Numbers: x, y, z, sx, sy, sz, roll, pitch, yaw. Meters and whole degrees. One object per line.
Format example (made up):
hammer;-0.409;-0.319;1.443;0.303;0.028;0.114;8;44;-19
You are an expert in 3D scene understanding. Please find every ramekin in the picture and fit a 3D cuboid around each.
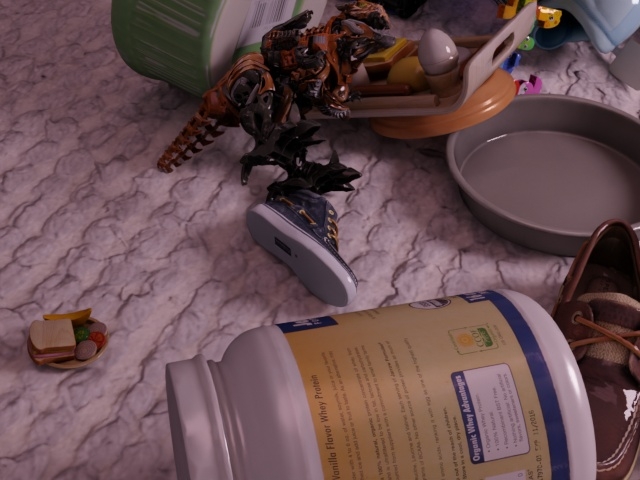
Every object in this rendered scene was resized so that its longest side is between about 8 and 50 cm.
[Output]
ramekin;-0.118;-0.323;1.414;0.148;0.303;0.303;32;48;21

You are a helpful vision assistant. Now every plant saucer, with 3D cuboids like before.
plant saucer;0.157;-0.195;1.416;0.199;0.037;0.200;-14;27;7

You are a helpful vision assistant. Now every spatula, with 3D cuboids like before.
spatula;0.460;-0.338;1.580;0.019;0.168;0.242;17;27;-33

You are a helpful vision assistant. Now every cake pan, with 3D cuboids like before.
cake pan;0.299;-0.083;1.333;0.293;0.054;0.293;2;41;-1

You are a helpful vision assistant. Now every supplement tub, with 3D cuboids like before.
supplement tub;0.040;0.171;0.891;0.316;0.228;0.228;-8;42;-13

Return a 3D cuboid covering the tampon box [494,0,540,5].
tampon box;0.305;-0.414;1.502;0.161;0.120;0.102;-15;55;35

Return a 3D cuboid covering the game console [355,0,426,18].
game console;0.171;-0.499;1.719;0.250;0.173;0.293;23;44;21

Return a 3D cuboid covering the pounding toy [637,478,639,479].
pounding toy;0.358;0.260;0.896;0.236;0.110;0.183;29;48;28

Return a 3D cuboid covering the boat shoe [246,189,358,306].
boat shoe;0.000;0.000;1.212;0.083;0.065;0.183;-27;48;-28

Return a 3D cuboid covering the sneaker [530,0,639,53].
sneaker;0.342;-0.373;1.620;0.150;0.135;0.366;-51;32;0

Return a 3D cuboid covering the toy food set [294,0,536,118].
toy food set;0.105;-0.251;1.408;0.306;0.092;0.220;3;34;34

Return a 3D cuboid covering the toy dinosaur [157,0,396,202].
toy dinosaur;-0.048;-0.164;1.313;0.164;0.322;0.218;14;47;-45

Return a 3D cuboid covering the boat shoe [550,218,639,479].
boat shoe;0.274;0.100;1.056;0.123;0.123;0.342;15;39;13

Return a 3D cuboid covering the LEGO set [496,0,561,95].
LEGO set;0.298;-0.293;1.490;0.093;0.227;0.087;7;17;-22

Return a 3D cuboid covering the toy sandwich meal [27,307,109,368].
toy sandwich meal;-0.262;0.099;1.110;0.085;0.029;0.086;1;41;-1
